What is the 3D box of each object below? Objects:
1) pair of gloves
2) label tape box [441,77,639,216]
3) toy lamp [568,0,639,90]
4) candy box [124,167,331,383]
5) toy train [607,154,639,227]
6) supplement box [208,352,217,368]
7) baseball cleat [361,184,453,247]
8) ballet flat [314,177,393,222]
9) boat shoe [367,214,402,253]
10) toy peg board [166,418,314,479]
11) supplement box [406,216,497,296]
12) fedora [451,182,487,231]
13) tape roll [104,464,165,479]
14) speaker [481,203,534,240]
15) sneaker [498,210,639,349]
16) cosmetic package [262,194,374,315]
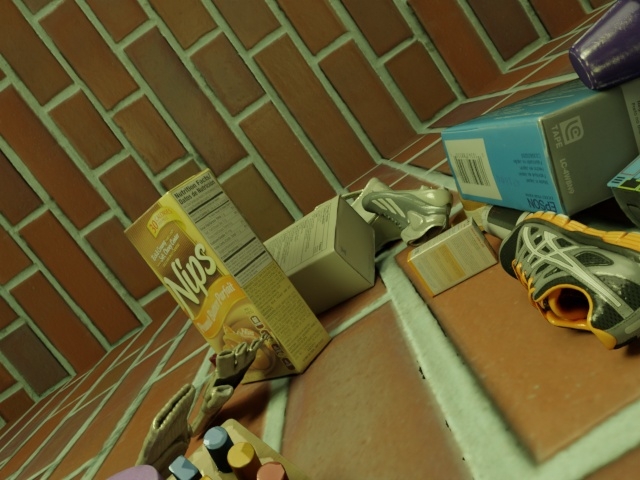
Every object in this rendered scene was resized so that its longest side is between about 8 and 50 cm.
[{"bbox_3d":[-0.162,0.235,0.733,0.204,0.042,0.240,-62,-10,28],"label":"pair of gloves"},{"bbox_3d":[0.358,-0.148,0.673,0.348,0.115,0.249,-20,11,-7],"label":"label tape box"},{"bbox_3d":[0.359,-0.228,0.491,0.275,0.080,0.080,-30,10,20],"label":"toy lamp"},{"bbox_3d":[-0.146,0.067,0.864,0.183,0.316,0.087,-26,13,48],"label":"candy box"},{"bbox_3d":[0.332,-0.046,0.464,0.105,0.080,0.184,-44,10,6],"label":"toy train"},{"bbox_3d":[-0.162,0.215,1.030,0.055,0.043,0.083,-41,11,-32],"label":"supplement box"},{"bbox_3d":[0.140,-0.042,0.989,0.206,0.072,0.109,-4,73,55],"label":"baseball cleat"},{"bbox_3d":[0.000,0.000,1.233,0.400,0.139,0.139,-34,9,12],"label":"ballet flat"},{"bbox_3d":[0.119,-0.022,1.118,0.206,0.075,0.065,-39,11,7],"label":"boat shoe"},{"bbox_3d":[-0.075,0.207,0.390,0.161,0.079,0.161,24,51,36],"label":"toy peg board"},{"bbox_3d":[0.171,0.022,0.734,0.098,0.062,0.036,-31,8,22],"label":"supplement box"},{"bbox_3d":[0.272,-0.087,0.868,0.194,0.079,0.194,-35,8,6],"label":"fedora"},{"bbox_3d":[-0.236,0.342,0.511,0.275,0.090,0.275,-34,9,6],"label":"tape roll"},{"bbox_3d":[0.248,-0.021,0.698,0.055,0.055,0.136,-35,9,4],"label":"speaker"},{"bbox_3d":[0.211,0.032,0.487,0.083,0.084,0.215,-42,10,-5],"label":"sneaker"},{"bbox_3d":[-0.054,0.066,1.048,0.310,0.113,0.160,-29,32,29],"label":"cosmetic package"}]
